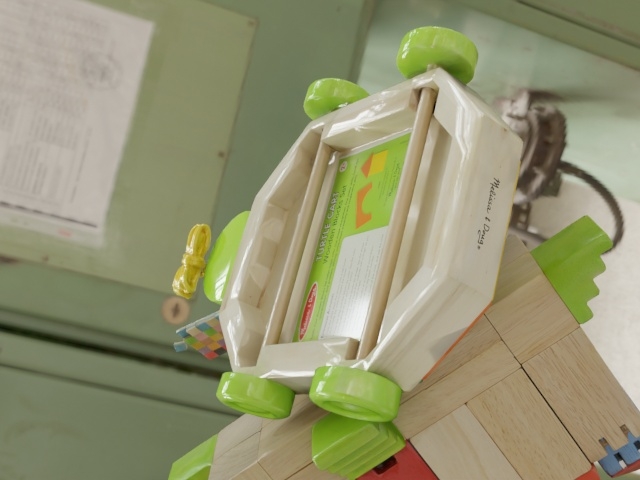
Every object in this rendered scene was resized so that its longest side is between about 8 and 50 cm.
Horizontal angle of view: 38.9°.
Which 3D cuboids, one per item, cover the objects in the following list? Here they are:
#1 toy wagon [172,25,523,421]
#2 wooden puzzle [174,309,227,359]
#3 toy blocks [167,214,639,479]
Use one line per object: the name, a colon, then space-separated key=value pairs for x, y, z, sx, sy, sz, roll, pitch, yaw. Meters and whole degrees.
toy wagon: x=0.000 y=0.000 z=0.677 sx=0.344 sy=0.068 sz=0.267 roll=-15 pitch=54 yaw=54
wooden puzzle: x=-0.088 y=0.081 z=0.778 sx=0.083 sy=0.049 sz=0.006 roll=-26 pitch=47 yaw=18
toy blocks: x=0.108 y=0.188 z=0.697 sx=0.381 sy=0.261 sz=0.191 roll=-35 pitch=13 yaw=10
